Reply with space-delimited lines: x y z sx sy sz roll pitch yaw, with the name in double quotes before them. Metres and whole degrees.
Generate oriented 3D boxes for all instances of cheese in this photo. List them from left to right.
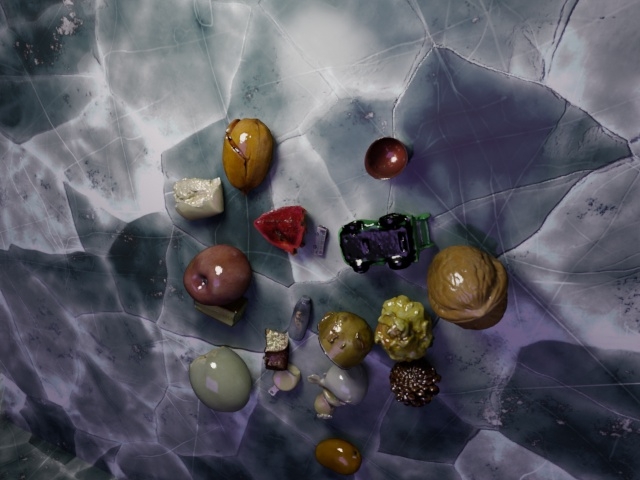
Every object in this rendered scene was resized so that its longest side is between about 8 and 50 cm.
"cheese" -0.197 0.722 2.080 0.137 0.064 0.227 41 114 5

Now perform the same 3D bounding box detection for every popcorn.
"popcorn" 0.343 0.371 1.703 0.215 0.252 0.287 23 119 60

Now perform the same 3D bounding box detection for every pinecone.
"pinecone" 0.404 0.620 1.776 0.221 0.221 0.222 6 110 16

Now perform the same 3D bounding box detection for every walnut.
"walnut" -0.303 -0.337 1.678 0.208 0.209 0.336 17 120 12
"walnut" 0.540 0.175 1.502 0.332 0.333 0.333 6 110 16

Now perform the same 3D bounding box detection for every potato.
"potato" 0.124 0.400 1.760 0.196 0.300 0.246 -41 103 9

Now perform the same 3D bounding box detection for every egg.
"egg" -0.494 0.710 2.056 0.278 0.278 0.336 -27 96 24

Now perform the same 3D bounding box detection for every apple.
"apple" -0.473 0.161 1.871 0.305 0.235 0.306 2 95 24

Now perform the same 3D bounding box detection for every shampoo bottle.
"shampoo bottle" -0.093 0.367 1.930 0.087 0.049 0.234 19 113 9

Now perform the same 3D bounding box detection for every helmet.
"helmet" 0.257 -0.315 1.547 0.155 0.106 0.175 45 121 2

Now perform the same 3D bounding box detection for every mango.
"mango" 0.085 1.093 2.076 0.254 0.139 0.176 4 106 23

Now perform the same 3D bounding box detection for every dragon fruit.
"dragon fruit" -0.134 -0.041 1.771 0.262 0.134 0.212 3 122 33

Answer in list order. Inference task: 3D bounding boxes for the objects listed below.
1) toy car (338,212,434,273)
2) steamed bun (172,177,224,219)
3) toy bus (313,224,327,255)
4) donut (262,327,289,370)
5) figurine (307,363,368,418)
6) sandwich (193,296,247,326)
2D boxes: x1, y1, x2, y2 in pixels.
"toy car" 0.258 -0.002 1.626 0.358 0.176 0.214 -8 105 24
"steamed bun" -0.544 -0.194 1.819 0.225 0.170 0.200 -12 99 20
"toy bus" 0.000 0.000 1.779 0.052 0.037 0.131 14 113 11
"donut" -0.214 0.540 2.002 0.126 0.144 0.187 5 69 10
"figurine" 0.053 0.713 1.936 0.274 0.227 0.394 23 128 -5
"sandwich" -0.494 0.321 2.007 0.235 0.128 0.122 22 117 11
